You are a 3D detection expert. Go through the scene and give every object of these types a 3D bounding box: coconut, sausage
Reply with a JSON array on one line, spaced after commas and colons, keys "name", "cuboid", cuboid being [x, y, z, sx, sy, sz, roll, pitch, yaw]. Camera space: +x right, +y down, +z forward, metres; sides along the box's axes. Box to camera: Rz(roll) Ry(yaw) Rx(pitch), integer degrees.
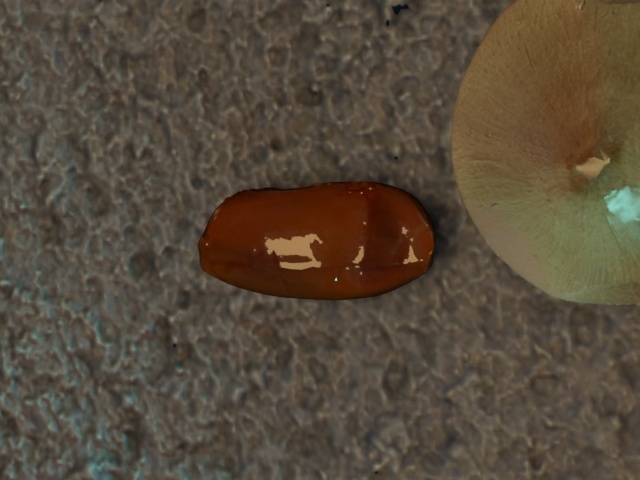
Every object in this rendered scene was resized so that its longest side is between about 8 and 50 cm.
[{"name": "coconut", "cuboid": [0.190, -0.066, 1.097, 0.224, 0.234, 0.224, 0, 91, 18]}, {"name": "sausage", "cuboid": [0.000, 0.000, 1.264, 0.179, 0.089, 0.089, 2, 94, 18]}]
